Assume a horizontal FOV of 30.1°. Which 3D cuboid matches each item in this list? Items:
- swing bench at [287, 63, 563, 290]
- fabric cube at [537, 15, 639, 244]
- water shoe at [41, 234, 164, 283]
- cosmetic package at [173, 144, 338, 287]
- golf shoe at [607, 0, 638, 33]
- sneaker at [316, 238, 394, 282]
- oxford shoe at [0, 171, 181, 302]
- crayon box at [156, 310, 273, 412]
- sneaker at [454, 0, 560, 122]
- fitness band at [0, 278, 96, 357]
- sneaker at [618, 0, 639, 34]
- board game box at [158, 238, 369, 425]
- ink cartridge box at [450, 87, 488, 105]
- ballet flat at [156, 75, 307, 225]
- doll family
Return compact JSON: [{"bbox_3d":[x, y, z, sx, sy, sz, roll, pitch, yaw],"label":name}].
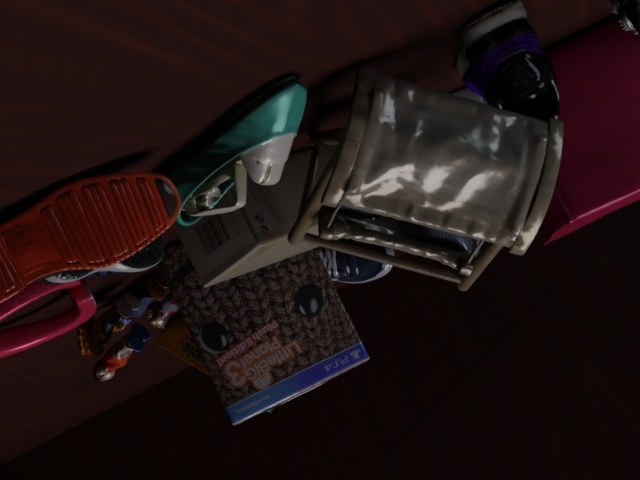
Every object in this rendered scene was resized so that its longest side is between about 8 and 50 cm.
[{"bbox_3d":[0.120,-0.068,1.442,0.253,0.165,0.254,14,163,-11],"label":"swing bench"},{"bbox_3d":[0.421,-0.172,1.833,0.258,0.254,0.259,-24,173,-2],"label":"fabric cube"},{"bbox_3d":[-0.281,0.009,1.468,0.080,0.073,0.203,-5,-177,36],"label":"water shoe"},{"bbox_3d":[-0.034,-0.049,1.671,0.309,0.113,0.160,-19,169,-40],"label":"cosmetic package"},{"bbox_3d":[0.478,-0.332,1.653,0.176,0.069,0.086,-19,164,-50],"label":"golf shoe"},{"bbox_3d":[-0.020,0.032,2.046,0.282,0.099,0.153,3,-171,39],"label":"sneaker"},{"bbox_3d":[-0.282,-0.009,1.269,0.271,0.097,0.098,-20,-169,-12],"label":"oxford shoe"},{"bbox_3d":[-0.145,0.164,2.043,0.081,0.278,0.165,38,79,-41],"label":"crayon box"},{"bbox_3d":[0.242,-0.191,1.495,0.102,0.146,0.293,-28,172,9],"label":"sneaker"},{"bbox_3d":[-0.423,0.108,1.680,0.209,0.054,0.291,-22,171,-13],"label":"fitness band"},{"bbox_3d":[0.401,-0.323,1.308,0.162,0.106,0.281,-30,171,8],"label":"sneaker"},{"bbox_3d":[-0.091,0.107,1.854,0.232,0.291,0.141,-26,173,-4],"label":"board game box"},{"bbox_3d":[0.221,-0.139,1.824,0.078,0.134,0.231,-25,172,-16],"label":"ink cartridge box"},{"bbox_3d":[-0.088,-0.087,1.319,0.247,0.087,0.083,-32,170,37],"label":"ballet flat"},{"bbox_3d":[-0.323,0.125,1.990,0.163,0.118,0.263,-41,-177,40],"label":"doll family"}]
